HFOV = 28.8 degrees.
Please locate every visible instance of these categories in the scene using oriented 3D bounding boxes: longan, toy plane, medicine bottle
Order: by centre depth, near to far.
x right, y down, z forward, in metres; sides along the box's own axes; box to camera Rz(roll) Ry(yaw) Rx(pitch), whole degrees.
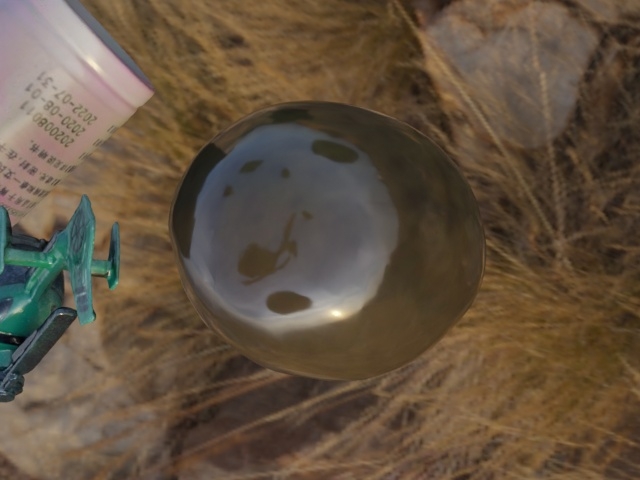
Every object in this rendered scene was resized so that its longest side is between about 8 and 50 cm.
[{"bbox_3d":[-0.154,0.032,0.631,0.235,0.060,0.096,-40,42,52],"label":"toy plane"},{"bbox_3d":[0.000,0.000,0.840,0.220,0.196,0.196,16,89,16],"label":"longan"},{"bbox_3d":[-0.272,-0.087,0.980,0.254,0.152,0.152,-42,51,3],"label":"medicine bottle"}]
